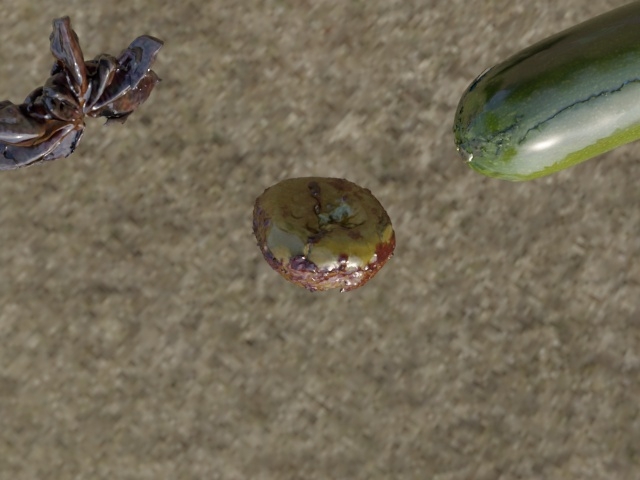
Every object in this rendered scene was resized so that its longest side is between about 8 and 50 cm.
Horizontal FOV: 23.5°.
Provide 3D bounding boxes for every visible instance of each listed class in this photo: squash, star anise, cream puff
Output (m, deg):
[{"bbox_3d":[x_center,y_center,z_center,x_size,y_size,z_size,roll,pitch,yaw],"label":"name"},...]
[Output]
[{"bbox_3d":[0.234,-0.116,0.935,0.331,0.087,0.087,-18,121,-3],"label":"squash"},{"bbox_3d":[-0.325,-0.183,1.979,0.282,0.212,0.129,-43,83,6],"label":"star anise"},{"bbox_3d":[0.000,0.000,1.517,0.149,0.149,0.084,22,127,18],"label":"cream puff"}]
